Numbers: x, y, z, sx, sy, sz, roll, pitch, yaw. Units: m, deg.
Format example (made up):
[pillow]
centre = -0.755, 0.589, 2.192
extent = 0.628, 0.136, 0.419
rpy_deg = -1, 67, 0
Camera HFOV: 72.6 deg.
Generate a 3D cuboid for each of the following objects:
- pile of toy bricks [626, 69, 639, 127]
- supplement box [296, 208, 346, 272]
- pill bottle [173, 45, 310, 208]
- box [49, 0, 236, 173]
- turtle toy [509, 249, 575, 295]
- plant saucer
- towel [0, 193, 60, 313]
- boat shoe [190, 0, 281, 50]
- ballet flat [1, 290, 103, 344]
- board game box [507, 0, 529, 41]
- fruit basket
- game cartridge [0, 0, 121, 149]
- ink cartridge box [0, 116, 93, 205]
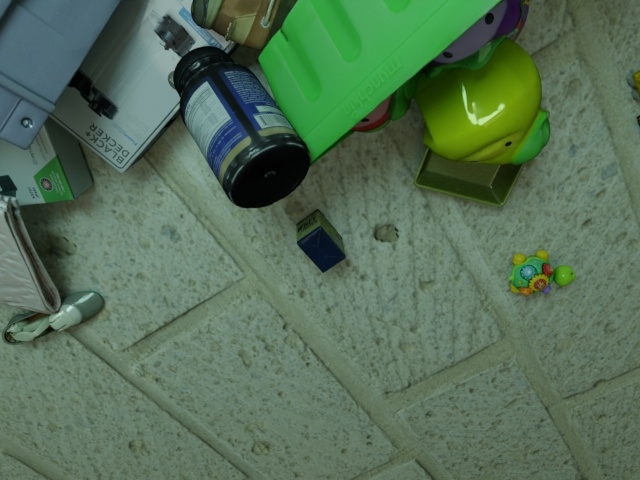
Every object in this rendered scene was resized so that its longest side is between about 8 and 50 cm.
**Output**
[pile of toy bricks]
centre = 0.634, -0.219, 0.750
extent = 0.118, 0.105, 0.212
rpy_deg = -35, 115, 14
[supplement box]
centre = 0.000, 0.000, 0.837
extent = 0.056, 0.083, 0.083
rpy_deg = -34, 115, 14
[pill bottle]
centre = -0.116, -0.161, 0.595
extent = 0.122, 0.219, 0.123
rpy_deg = -27, 156, -14
[box]
centre = -0.277, -0.265, 0.677
extent = 0.290, 0.087, 0.169
rpy_deg = -40, 113, 16
[turtle toy]
centre = 0.463, 0.074, 0.916
extent = 0.130, 0.066, 0.095
rpy_deg = -8, 118, 1
[plant saucer]
centre = 0.280, -0.170, 0.787
extent = 0.188, 0.045, 0.188
rpy_deg = 13, 116, -10
[towel]
centre = -0.643, -0.003, 0.744
extent = 0.331, 0.053, 0.317
rpy_deg = 17, 138, -4
[boat shoe]
centre = -0.052, -0.407, 0.578
extent = 0.119, 0.122, 0.324
rpy_deg = 27, 96, -22
[ballet flat]
centre = -0.552, 0.167, 0.899
extent = 0.213, 0.068, 0.072
rpy_deg = -19, 118, 6
[board game box]
centre = 0.256, -0.365, 0.690
extent = 0.168, 0.033, 0.133
rpy_deg = 25, 114, -16
[fruit basket]
centre = 0.155, -0.214, 0.584
extent = 0.392, 0.283, 0.392
rpy_deg = 23, 135, 24
[game cartridge]
centre = -0.339, -0.303, 0.463
extent = 0.355, 0.068, 0.230
rpy_deg = -59, 148, -1
[ink cartridge box]
centre = -0.521, -0.138, 0.728
extent = 0.208, 0.087, 0.153
rpy_deg = -7, 118, 1
